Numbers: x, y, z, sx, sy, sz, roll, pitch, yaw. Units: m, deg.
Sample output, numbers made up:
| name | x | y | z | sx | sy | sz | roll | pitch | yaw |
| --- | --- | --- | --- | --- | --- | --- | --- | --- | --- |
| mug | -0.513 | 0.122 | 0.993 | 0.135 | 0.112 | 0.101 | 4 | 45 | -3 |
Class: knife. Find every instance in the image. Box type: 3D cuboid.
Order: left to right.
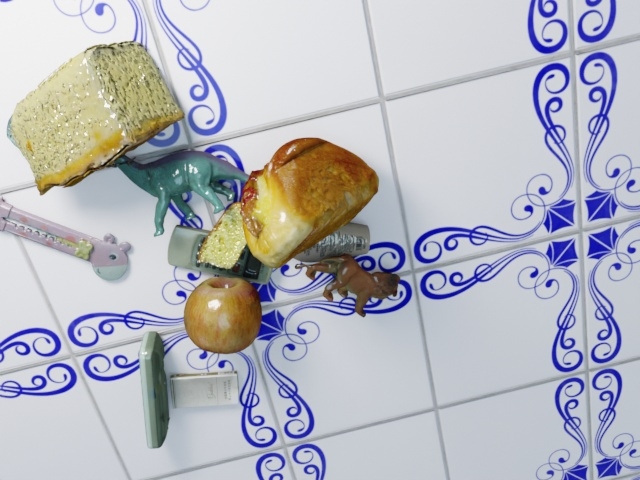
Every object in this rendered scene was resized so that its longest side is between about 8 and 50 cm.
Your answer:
| name | x | y | z | sx | sy | sz | roll | pitch | yaw |
| --- | --- | --- | --- | --- | --- | --- | --- | --- | --- |
| knife | -0.689 | -0.009 | 1.536 | 0.398 | 0.038 | 0.132 | 24 | 105 | -15 |

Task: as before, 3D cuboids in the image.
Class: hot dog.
| name | x | y | z | sx | sy | sz | roll | pitch | yaw |
| --- | --- | --- | --- | --- | --- | --- | --- | --- | --- |
| hot dog | -0.042 | -0.111 | 1.417 | 0.223 | 0.405 | 0.185 | 50 | 130 | 5 |

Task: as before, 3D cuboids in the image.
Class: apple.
| name | x | y | z | sx | sy | sz | roll | pitch | yaw |
| --- | --- | --- | --- | --- | --- | --- | --- | --- | --- |
| apple | -0.257 | 0.196 | 1.581 | 0.211 | 0.211 | 0.188 | 3 | 104 | -8 |

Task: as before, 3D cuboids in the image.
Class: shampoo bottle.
| name | x | y | z | sx | sy | sz | roll | pitch | yaw |
| --- | --- | --- | --- | --- | --- | --- | --- | --- | --- |
| shampoo bottle | 0.000 | 0.000 | 1.595 | 0.256 | 0.078 | 0.127 | -1 | 117 | -9 |

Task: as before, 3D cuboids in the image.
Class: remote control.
| name | x | y | z | sx | sy | sz | roll | pitch | yaw |
| --- | --- | --- | --- | --- | --- | --- | --- | --- | --- |
| remote control | -0.469 | 0.426 | 1.693 | 0.065 | 0.128 | 0.335 | 0 | 113 | -6 |
| remote control | -0.265 | 0.039 | 1.604 | 0.285 | 0.038 | 0.123 | 13 | 111 | -11 |

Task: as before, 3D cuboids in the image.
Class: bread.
| name | x | y | z | sx | sy | sz | roll | pitch | yaw |
| --- | --- | --- | --- | --- | --- | --- | --- | --- | --- |
| bread | -0.513 | -0.282 | 1.382 | 0.315 | 0.279 | 0.248 | -18 | 106 | 35 |
| bread | -0.235 | -0.008 | 1.542 | 0.103 | 0.065 | 0.187 | 30 | 93 | -12 |

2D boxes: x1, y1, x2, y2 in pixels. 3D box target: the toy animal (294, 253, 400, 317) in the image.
| name | x | y | z | sx | sy | sz | roll | pitch | yaw |
| --- | --- | --- | --- | --- | --- | --- | --- | --- | --- |
| toy animal | 0.096 | 0.105 | 1.622 | 0.157 | 0.097 | 0.312 | -44 | 131 | 16 |

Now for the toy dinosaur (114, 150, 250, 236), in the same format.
| name | x | y | z | sx | sy | sz | roll | pitch | yaw |
| --- | --- | --- | --- | --- | --- | --- | --- | --- | --- |
| toy dinosaur | -0.358 | -0.208 | 1.469 | 0.383 | 0.129 | 0.331 | -24 | 104 | 2 |

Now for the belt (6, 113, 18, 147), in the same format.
| name | x | y | z | sx | sy | sz | roll | pitch | yaw |
| --- | --- | --- | --- | --- | --- | --- | --- | --- | --- |
| belt | -0.676 | -0.271 | 1.417 | 0.140 | 0.058 | 0.105 | -27 | 110 | 6 |

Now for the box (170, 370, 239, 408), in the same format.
| name | x | y | z | sx | sy | sz | roll | pitch | yaw |
| --- | --- | --- | --- | --- | --- | --- | --- | --- | --- |
| box | -0.343 | 0.442 | 1.768 | 0.198 | 0.029 | 0.109 | -2 | 113 | -7 |
